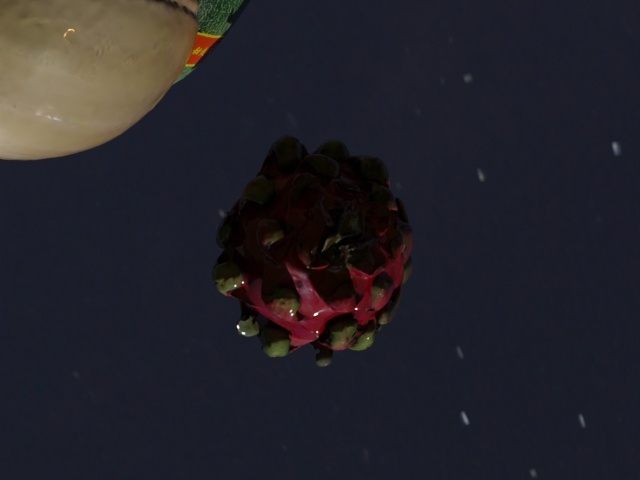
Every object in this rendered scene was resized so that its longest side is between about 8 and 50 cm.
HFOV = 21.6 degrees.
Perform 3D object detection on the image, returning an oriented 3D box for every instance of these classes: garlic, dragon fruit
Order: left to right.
[{"bbox_3d":[-0.182,-0.135,0.910,0.145,0.245,0.164,-52,-153,30],"label":"garlic"},{"bbox_3d":[0.006,-0.002,1.609,0.198,0.218,0.273,-26,-164,31],"label":"dragon fruit"}]

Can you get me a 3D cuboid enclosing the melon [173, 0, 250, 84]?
[{"bbox_3d":[-0.149,-0.242,1.481,0.287,0.182,0.182,-48,-130,21],"label":"melon"}]
